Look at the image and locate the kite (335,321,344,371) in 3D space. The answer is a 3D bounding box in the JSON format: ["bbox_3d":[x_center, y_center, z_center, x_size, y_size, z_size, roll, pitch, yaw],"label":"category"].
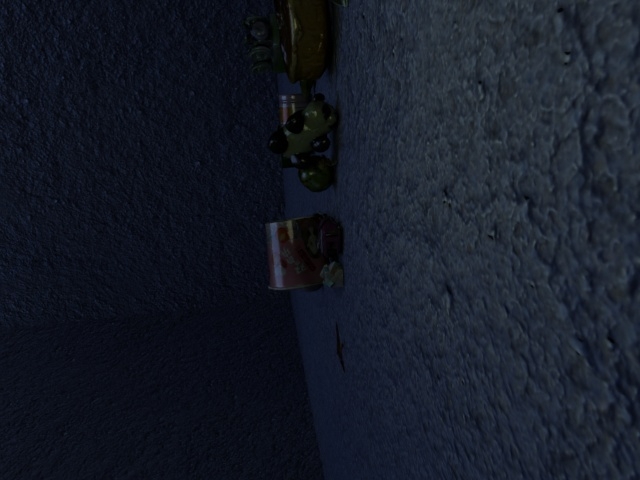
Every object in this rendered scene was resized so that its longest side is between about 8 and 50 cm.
[{"bbox_3d":[0.067,0.394,1.574,0.159,0.010,0.190,99,163,-60],"label":"kite"}]

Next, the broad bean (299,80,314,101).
[{"bbox_3d":[-0.046,-0.658,1.556,0.075,0.067,0.325,40,142,34],"label":"broad bean"}]

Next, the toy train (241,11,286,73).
[{"bbox_3d":[-0.198,-0.829,1.834,0.307,0.248,0.174,153,109,-82],"label":"toy train"}]

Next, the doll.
[{"bbox_3d":[-0.047,-0.319,1.278,0.234,0.143,0.135,-34,30,42],"label":"doll"}]

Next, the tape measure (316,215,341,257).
[{"bbox_3d":[0.026,-0.010,1.377,0.118,0.074,0.125,-108,17,-62],"label":"tape measure"}]

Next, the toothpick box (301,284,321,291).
[{"bbox_3d":[-0.046,0.137,1.903,0.098,0.098,0.149,-113,20,-66],"label":"toothpick box"}]

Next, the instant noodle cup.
[{"bbox_3d":[-0.081,0.037,1.511,0.243,0.242,0.231,-153,54,-81],"label":"instant noodle cup"}]

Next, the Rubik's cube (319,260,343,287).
[{"bbox_3d":[0.034,0.110,1.402,0.075,0.073,0.084,-157,60,-82],"label":"Rubik's cube"}]

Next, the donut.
[{"bbox_3d":[-0.048,-0.629,1.245,0.330,0.159,0.330,172,90,-78],"label":"donut"}]

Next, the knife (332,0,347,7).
[{"bbox_3d":[0.051,-0.578,1.010,0.343,0.027,0.061,-108,11,-59],"label":"knife"}]

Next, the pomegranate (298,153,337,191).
[{"bbox_3d":[-0.004,-0.222,1.371,0.161,0.122,0.122,-37,54,49],"label":"pomegranate"}]

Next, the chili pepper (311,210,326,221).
[{"bbox_3d":[0.000,0.000,1.670,0.088,0.059,0.227,-103,8,-48],"label":"chili pepper"}]

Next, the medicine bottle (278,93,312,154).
[{"bbox_3d":[-0.101,-0.478,1.797,0.133,0.133,0.250,-116,22,-69],"label":"medicine bottle"}]

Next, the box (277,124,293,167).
[{"bbox_3d":[-0.124,-0.436,1.984,0.034,0.132,0.235,96,166,-62],"label":"box"}]
